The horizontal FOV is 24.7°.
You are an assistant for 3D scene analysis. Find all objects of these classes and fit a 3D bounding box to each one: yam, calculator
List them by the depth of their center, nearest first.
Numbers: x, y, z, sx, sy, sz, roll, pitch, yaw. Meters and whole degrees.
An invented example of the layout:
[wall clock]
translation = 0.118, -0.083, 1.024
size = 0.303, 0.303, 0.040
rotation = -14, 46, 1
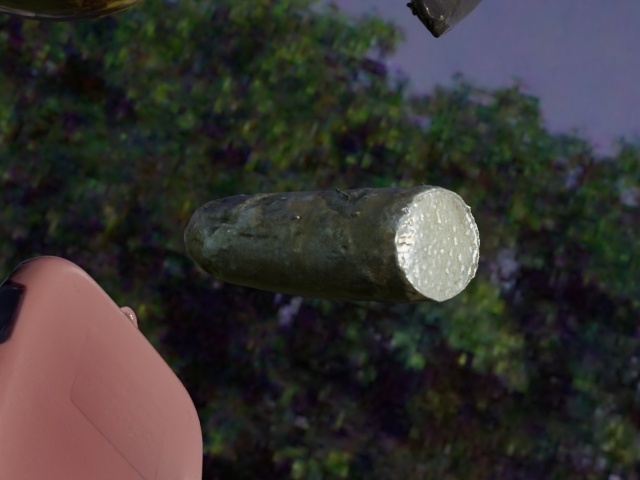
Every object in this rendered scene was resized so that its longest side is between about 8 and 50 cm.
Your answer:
[calculator]
translation = -0.141, 0.152, 0.832
size = 0.048, 0.330, 0.220
rotation = -21, -54, 24
[yam]
translation = 0.000, 0.000, 1.609
size = 0.330, 0.133, 0.133
rotation = 3, -31, 26

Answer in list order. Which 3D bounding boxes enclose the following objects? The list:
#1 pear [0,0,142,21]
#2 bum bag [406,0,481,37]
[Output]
[pear]
translation = -0.251, -0.333, 1.384
size = 0.283, 0.283, 0.283
rotation = 17, -26, 8
[bum bag]
translation = 0.022, -0.187, 0.683
size = 0.049, 0.087, 0.198
rotation = 8, -35, 53
